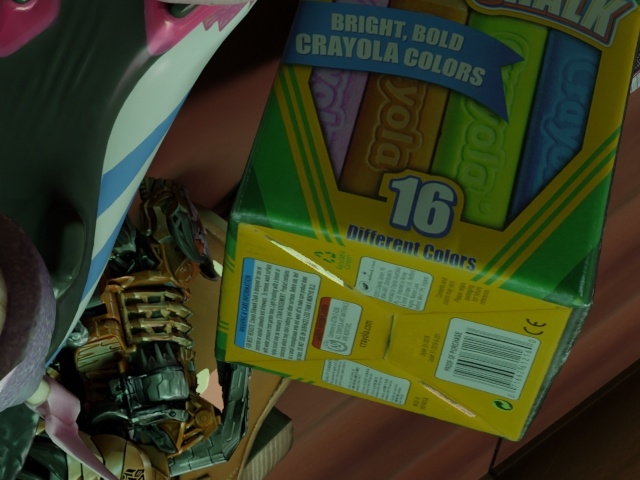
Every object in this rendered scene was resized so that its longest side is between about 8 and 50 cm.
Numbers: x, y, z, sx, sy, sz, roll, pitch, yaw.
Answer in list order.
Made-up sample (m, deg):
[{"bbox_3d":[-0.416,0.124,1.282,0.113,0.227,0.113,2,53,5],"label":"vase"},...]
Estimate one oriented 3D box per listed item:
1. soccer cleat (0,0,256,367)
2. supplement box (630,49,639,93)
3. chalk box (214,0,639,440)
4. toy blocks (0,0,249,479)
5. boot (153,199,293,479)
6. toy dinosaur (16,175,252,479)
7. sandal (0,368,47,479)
[{"bbox_3d":[-0.105,-0.087,0.722,0.331,0.116,0.143,-61,-163,-4],"label":"soccer cleat"},{"bbox_3d":[0.258,-0.164,1.353,0.083,0.055,0.043,-39,162,1],"label":"supplement box"},{"bbox_3d":[0.067,-0.072,0.923,0.180,0.179,0.289,100,5,-61],"label":"chalk box"},{"bbox_3d":[-0.178,-0.064,0.370,0.309,0.288,0.260,-41,157,-5],"label":"toy blocks"},{"bbox_3d":[-0.122,0.123,1.112,0.220,0.109,0.283,-39,151,-29],"label":"boot"},{"bbox_3d":[-0.152,0.118,0.950,0.164,0.218,0.322,80,19,-53],"label":"toy dinosaur"},{"bbox_3d":[-0.311,0.173,0.825,0.446,0.107,0.167,-36,121,3],"label":"sandal"}]
